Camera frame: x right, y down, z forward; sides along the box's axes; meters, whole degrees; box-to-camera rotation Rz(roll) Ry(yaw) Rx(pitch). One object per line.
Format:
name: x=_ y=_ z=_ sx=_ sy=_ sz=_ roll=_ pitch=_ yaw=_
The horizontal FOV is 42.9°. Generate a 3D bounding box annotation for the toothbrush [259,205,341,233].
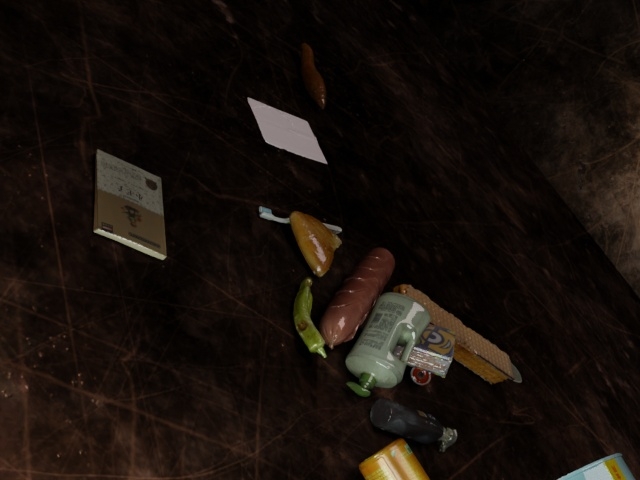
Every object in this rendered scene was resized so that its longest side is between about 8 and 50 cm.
toothbrush: x=-0.040 y=-0.038 z=1.799 sx=0.263 sy=0.022 sz=0.026 roll=14 pitch=55 yaw=-47

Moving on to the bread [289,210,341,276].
bread: x=-0.017 y=-0.010 z=1.753 sx=0.136 sy=0.054 sz=0.154 roll=48 pitch=26 yaw=-12

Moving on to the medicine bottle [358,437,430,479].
medicine bottle: x=0.154 y=0.444 z=1.399 sx=0.192 sy=0.096 sz=0.096 roll=56 pitch=29 yaw=13

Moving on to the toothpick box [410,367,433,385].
toothpick box: x=0.231 y=0.279 z=1.764 sx=0.047 sy=0.047 sz=0.083 roll=54 pitch=28 yaw=8

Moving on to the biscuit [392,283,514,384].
biscuit: x=0.313 y=0.226 z=1.933 sx=0.379 sy=0.054 sz=0.094 roll=34 pitch=34 yaw=-26

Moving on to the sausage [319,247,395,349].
sausage: x=0.082 y=0.109 z=1.725 sx=0.088 sy=0.088 sz=0.433 roll=47 pitch=28 yaw=-4

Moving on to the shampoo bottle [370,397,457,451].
shampoo bottle: x=0.188 y=0.363 z=1.589 sx=0.208 sy=0.063 sz=0.057 roll=26 pitch=25 yaw=-33

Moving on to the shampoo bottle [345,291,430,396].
shampoo bottle: x=0.125 y=0.214 z=1.605 sx=0.118 sy=0.087 sz=0.234 roll=23 pitch=48 yaw=11

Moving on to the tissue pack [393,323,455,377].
tissue pack: x=0.206 y=0.221 z=1.729 sx=0.148 sy=0.060 sz=0.108 roll=16 pitch=28 yaw=5

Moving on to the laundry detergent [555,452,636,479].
laundry detergent: x=0.519 y=0.600 z=1.523 sx=0.287 sy=0.287 sz=0.305 roll=9 pitch=47 yaw=-50

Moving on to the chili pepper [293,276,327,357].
chili pepper: x=-0.028 y=0.141 z=1.572 sx=0.208 sy=0.049 sz=0.043 roll=-104 pitch=176 yaw=-45

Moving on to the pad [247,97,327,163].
pad: x=-0.080 y=-0.274 z=2.049 sx=0.232 sy=0.004 sz=0.156 roll=14 pitch=43 yaw=-47

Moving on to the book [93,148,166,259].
book: x=-0.332 y=-0.065 z=1.419 sx=0.138 sy=0.016 sz=0.198 roll=26 pitch=36 yaw=-36

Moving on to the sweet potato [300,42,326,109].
sweet potato: x=-0.026 y=-0.466 z=2.311 sx=0.057 sy=0.057 sz=0.264 roll=21 pitch=39 yaw=-42

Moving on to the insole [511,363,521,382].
insole: x=0.440 y=0.300 z=2.082 sx=0.232 sy=0.003 sz=0.080 roll=34 pitch=32 yaw=-27
